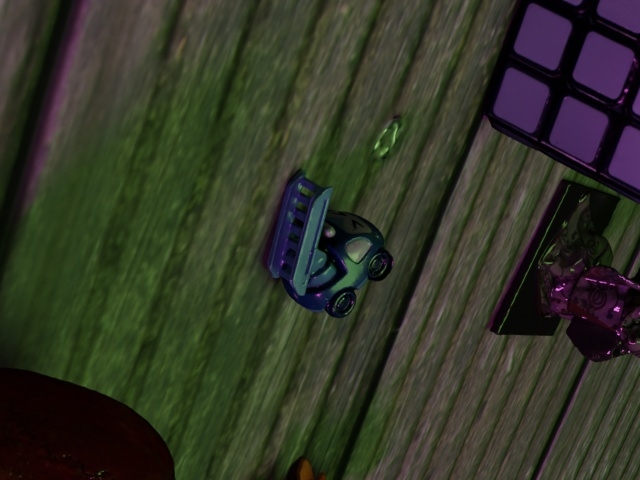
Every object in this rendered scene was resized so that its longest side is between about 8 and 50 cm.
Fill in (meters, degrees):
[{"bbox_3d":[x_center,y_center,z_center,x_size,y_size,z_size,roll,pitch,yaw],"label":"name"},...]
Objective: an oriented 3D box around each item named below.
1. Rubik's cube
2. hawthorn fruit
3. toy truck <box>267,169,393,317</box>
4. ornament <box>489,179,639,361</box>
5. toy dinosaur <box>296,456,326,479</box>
[{"bbox_3d":[0.244,-0.137,1.140,0.162,0.161,0.163,-21,135,-52],"label":"Rubik's cube"},{"bbox_3d":[-0.135,0.134,0.763,0.148,0.172,0.148,-1,90,-88],"label":"hawthorn fruit"},{"bbox_3d":[0.000,0.000,0.988,0.073,0.056,0.090,-46,138,-13],"label":"toy truck"},{"bbox_3d":[0.293,0.062,1.389,0.166,0.196,0.153,6,113,-62],"label":"ornament"},{"bbox_3d":[-0.022,0.227,1.159,0.288,0.070,0.117,-17,120,-61],"label":"toy dinosaur"}]
